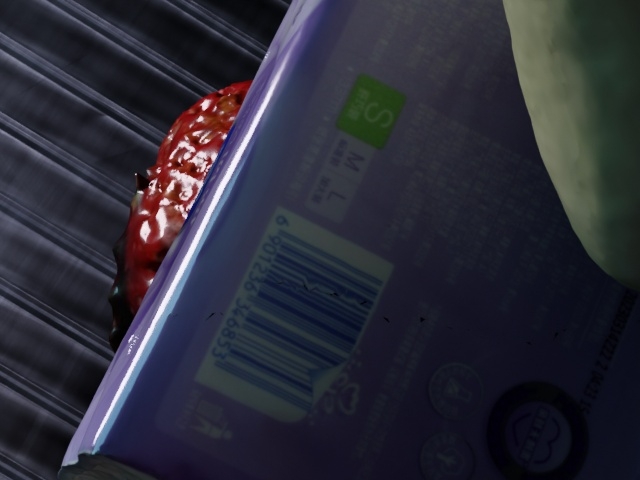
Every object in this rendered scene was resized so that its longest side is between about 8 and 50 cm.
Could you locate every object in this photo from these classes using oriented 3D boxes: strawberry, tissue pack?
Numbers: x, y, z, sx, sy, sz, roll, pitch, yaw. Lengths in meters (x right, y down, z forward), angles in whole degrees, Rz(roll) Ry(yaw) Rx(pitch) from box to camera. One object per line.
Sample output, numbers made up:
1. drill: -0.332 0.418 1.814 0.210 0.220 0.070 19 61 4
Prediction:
1. strawberry: -0.005 0.006 1.514 0.292 0.310 0.292 9 -90 -73
2. tissue pack: 0.055 0.012 0.858 0.338 0.242 0.160 -64 9 -19

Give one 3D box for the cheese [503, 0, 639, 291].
1. cheese: 0.132 -0.138 0.657 0.129 0.351 0.328 44 119 48
